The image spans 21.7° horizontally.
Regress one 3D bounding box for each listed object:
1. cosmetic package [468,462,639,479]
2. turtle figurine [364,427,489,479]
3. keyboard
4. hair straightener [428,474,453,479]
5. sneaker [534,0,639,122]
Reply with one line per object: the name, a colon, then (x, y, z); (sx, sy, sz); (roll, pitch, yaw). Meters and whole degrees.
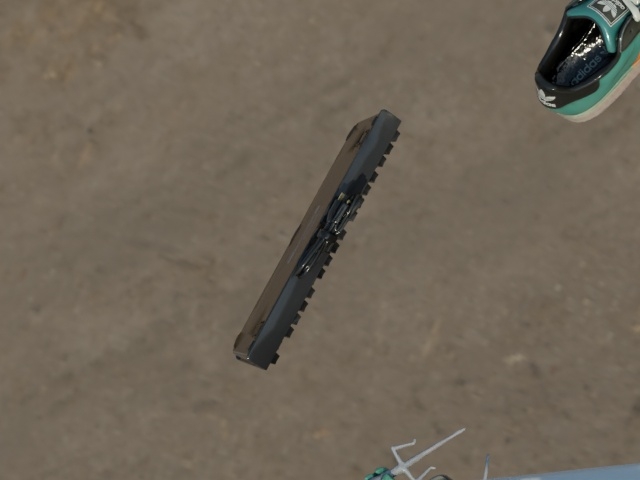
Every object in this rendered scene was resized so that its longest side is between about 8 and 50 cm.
cosmetic package: (0.317, 0.419, 1.449); (0.329, 0.327, 0.394); (-12, 64, 38)
turtle figurine: (0.089, 0.257, 1.314); (0.234, 0.118, 0.175); (-45, 23, -23)
keyboard: (0.000, 0.000, 1.062); (0.180, 0.023, 0.108); (-62, 9, -7)
hair straightener: (0.083, 0.214, 0.932); (0.089, 0.230, 0.047); (-3, 40, 17)
sneaker: (0.365, -0.272, 1.966); (0.108, 0.121, 0.302); (41, 101, 23)
